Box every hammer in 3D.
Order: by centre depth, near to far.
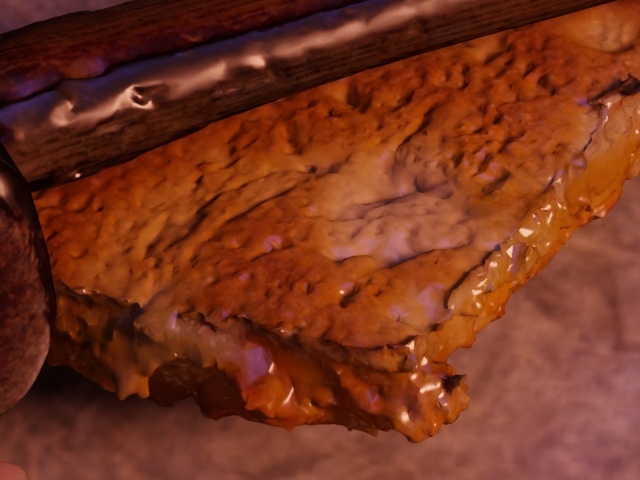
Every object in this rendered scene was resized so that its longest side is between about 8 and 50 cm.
[{"bbox_3d":[-0.015,-0.076,0.674,0.409,0.095,0.242,-20,28,-11],"label":"hammer"}]

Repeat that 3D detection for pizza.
[{"bbox_3d":[0.000,0.000,0.727,0.336,0.086,0.226,-17,40,-2],"label":"pizza"}]

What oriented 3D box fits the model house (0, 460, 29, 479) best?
[{"bbox_3d":[-0.177,0.199,0.530,0.169,0.244,0.326,7,56,10],"label":"model house"}]
